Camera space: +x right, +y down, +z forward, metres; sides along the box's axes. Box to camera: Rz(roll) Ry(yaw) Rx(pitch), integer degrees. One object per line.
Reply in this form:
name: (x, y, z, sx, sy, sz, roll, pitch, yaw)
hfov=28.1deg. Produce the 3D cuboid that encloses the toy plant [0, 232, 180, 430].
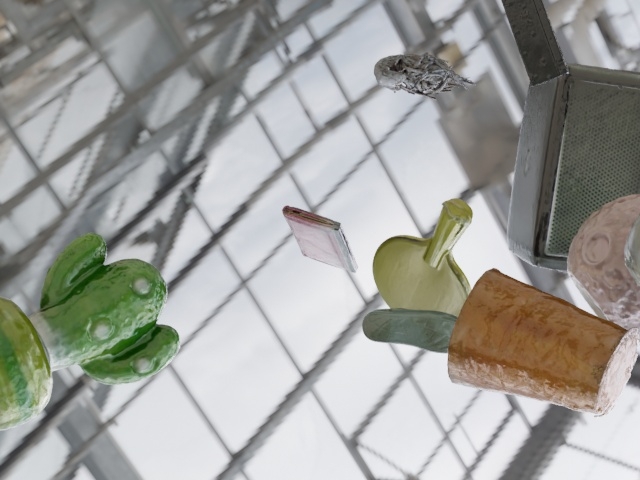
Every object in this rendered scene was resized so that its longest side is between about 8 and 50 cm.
toy plant: (-0.358, 0.123, 1.793, 0.316, 0.224, 0.184, -23, -177, -28)

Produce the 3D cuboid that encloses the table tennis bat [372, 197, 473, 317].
table tennis bat: (0.210, 0.046, 2.426, 0.054, 0.224, 0.369, -44, 162, -37)

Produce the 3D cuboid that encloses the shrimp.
shrimp: (0.155, -0.240, 1.878, 0.165, 0.056, 0.065, 7, -130, -13)

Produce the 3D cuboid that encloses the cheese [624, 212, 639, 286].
cheese: (0.454, 0.010, 1.483, 0.198, 0.189, 0.154, 27, -95, 17)

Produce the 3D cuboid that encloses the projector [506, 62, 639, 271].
projector: (0.540, -0.141, 2.619, 0.242, 0.405, 0.395, 8, -175, -2)

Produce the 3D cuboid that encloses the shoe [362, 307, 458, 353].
shoe: (0.176, 0.155, 2.343, 0.195, 0.079, 0.078, 3, -162, 9)

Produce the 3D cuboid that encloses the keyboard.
keyboard: (0.312, -0.331, 1.915, 0.060, 0.195, 0.018, -19, -171, 11)

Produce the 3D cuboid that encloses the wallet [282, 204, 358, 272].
wallet: (0.000, 0.000, 2.443, 0.119, 0.232, 0.025, 17, -107, 16)

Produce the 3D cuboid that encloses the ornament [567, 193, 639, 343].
ornament: (0.543, 0.045, 2.128, 0.225, 0.259, 0.259, -37, -158, 4)

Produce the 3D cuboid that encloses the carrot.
carrot: (0.340, 0.165, 1.933, 0.254, 0.196, 0.196, 19, -132, 29)
